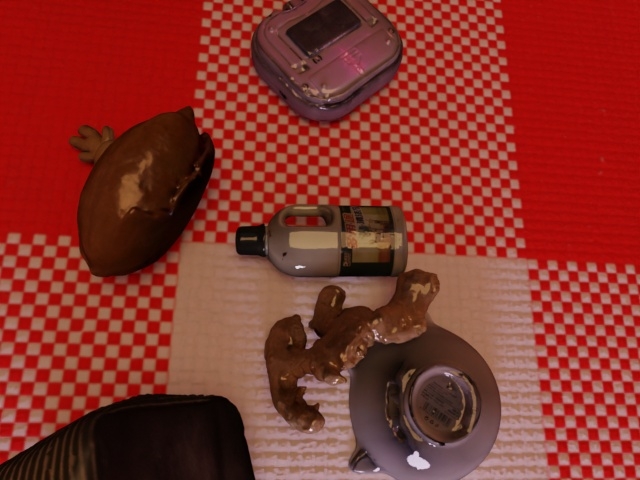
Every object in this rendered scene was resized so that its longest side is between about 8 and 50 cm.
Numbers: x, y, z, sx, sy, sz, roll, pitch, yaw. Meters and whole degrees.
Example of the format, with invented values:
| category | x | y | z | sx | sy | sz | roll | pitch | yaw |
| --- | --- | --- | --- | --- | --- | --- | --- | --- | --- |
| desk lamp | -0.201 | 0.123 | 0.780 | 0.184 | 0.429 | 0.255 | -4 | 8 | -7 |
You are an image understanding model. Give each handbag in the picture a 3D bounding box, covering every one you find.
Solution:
| category | x | y | z | sx | sy | sz | roll | pitch | yaw |
| --- | --- | --- | --- | --- | --- | --- | --- | --- | --- |
| handbag | -0.197 | 0.289 | 0.471 | 0.240 | 0.341 | 0.248 | -22 | 75 | 4 |

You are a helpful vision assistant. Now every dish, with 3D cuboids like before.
| category | x | y | z | sx | sy | sz | roll | pitch | yaw |
| --- | --- | --- | --- | --- | --- | --- | --- | --- | --- |
| dish | 0.130 | 0.207 | 0.651 | 0.227 | 0.086 | 0.237 | -25 | 78 | -14 |

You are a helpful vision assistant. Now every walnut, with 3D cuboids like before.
| category | x | y | z | sx | sy | sz | roll | pitch | yaw |
| --- | --- | --- | --- | --- | --- | --- | --- | --- | --- |
| walnut | -0.216 | -0.065 | 0.658 | 0.137 | 0.137 | 0.245 | 28 | 80 | 1 |

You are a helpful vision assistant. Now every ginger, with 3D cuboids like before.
| category | x | y | z | sx | sy | sz | roll | pitch | yaw |
| --- | --- | --- | --- | --- | --- | --- | --- | --- | --- |
| ginger | 0.031 | 0.107 | 0.657 | 0.258 | 0.065 | 0.149 | -41 | 54 | -14 |

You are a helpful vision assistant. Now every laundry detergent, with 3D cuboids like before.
| category | x | y | z | sx | sy | sz | roll | pitch | yaw |
| --- | --- | --- | --- | --- | --- | --- | --- | --- | --- |
| laundry detergent | 0.000 | 0.000 | 0.703 | 0.225 | 0.070 | 0.099 | 0 | 82 | -7 |

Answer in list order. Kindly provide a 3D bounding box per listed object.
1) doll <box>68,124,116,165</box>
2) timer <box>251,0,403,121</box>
| category | x | y | z | sx | sy | sz | roll | pitch | yaw |
| --- | --- | --- | --- | --- | --- | --- | --- | --- | --- |
| doll | -0.299 | -0.128 | 0.708 | 0.093 | 0.051 | 0.062 | 36 | 79 | 5 |
| timer | 0.011 | -0.288 | 0.791 | 0.208 | 0.069 | 0.191 | -41 | 80 | -16 |
